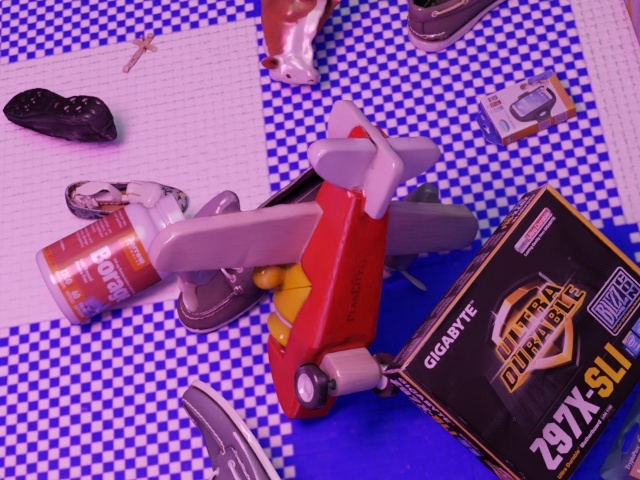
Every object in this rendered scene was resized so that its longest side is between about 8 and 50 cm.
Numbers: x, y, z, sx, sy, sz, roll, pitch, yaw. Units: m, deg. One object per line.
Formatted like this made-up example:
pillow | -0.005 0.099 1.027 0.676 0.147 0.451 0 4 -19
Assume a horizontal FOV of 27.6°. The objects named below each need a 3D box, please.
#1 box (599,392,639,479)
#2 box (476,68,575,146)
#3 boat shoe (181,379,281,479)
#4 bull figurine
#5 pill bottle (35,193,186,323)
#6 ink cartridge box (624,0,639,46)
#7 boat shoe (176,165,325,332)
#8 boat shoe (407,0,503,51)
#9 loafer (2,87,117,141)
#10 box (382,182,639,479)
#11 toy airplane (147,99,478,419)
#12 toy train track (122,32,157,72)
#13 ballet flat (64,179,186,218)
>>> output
box | 0.478 0.283 1.626 0.225 0.036 0.136 23 67 23
box | 0.301 -0.195 1.940 0.136 0.028 0.081 -22 59 -4
boat shoe | -0.103 0.317 1.673 0.099 0.116 0.319 -33 65 -13
bull figurine | -0.030 -0.388 2.047 0.188 0.101 0.310 -35 49 25
pill bottle | -0.289 0.021 1.875 0.216 0.121 0.121 -28 59 -5
ink cartridge box | 0.587 -0.432 1.942 0.279 0.160 0.385 -12 59 5
boat shoe | -0.081 -0.005 1.864 0.335 0.095 0.112 -40 61 -12
boat shoe | 0.250 -0.425 2.044 0.109 0.091 0.305 38 73 27
loafer | -0.412 -0.190 2.050 0.223 0.078 0.076 10 54 36
box | 0.276 0.131 1.658 0.257 0.079 0.322 43 72 -7
toy airplane | 0.000 0.000 1.691 0.384 0.386 0.272 -46 38 -10
toy train track | -0.299 -0.310 2.131 0.048 0.014 0.083 23 68 22
ballet flat | -0.298 -0.064 1.960 0.188 0.070 0.070 -3 60 9
